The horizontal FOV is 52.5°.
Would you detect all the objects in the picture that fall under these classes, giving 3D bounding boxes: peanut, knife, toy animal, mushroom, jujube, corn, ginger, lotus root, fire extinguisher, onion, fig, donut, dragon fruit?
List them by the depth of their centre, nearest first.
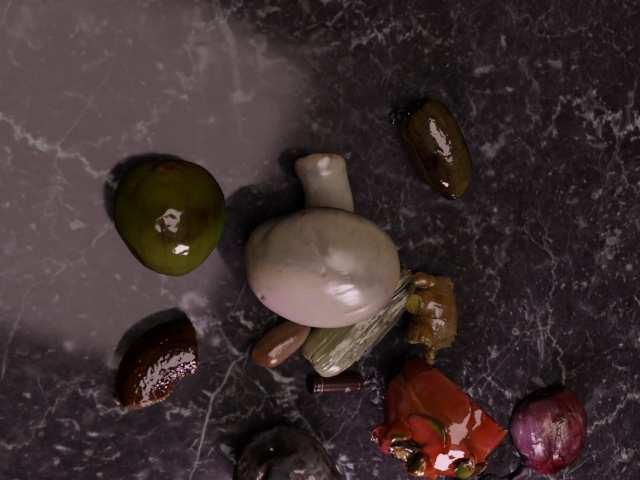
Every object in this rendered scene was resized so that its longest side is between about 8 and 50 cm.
[{"bbox_3d":[-0.278,-0.033,1.209,0.207,0.207,0.230,-2,101,-23],"label":"fig"},{"bbox_3d":[-0.002,0.024,1.292,0.315,0.315,0.356,-18,113,-19],"label":"mushroom"},{"bbox_3d":[-0.330,0.253,1.298,0.186,0.126,0.144,-15,100,-20],"label":"donut"},{"bbox_3d":[-0.085,0.220,1.417,0.152,0.076,0.076,-34,112,-17],"label":"peanut"},{"bbox_3d":[-0.056,0.564,1.437,0.226,0.226,0.317,-33,117,-14],"label":"jujube"},{"bbox_3d":[0.262,-0.208,1.447,0.123,0.124,0.241,-33,112,-2],"label":"lotus root"},{"bbox_3d":[0.086,0.171,1.454,0.305,0.123,0.122,-47,114,-8],"label":"corn"},{"bbox_3d":[0.255,0.430,1.502,0.305,0.305,0.226,42,84,-25],"label":"dragon fruit"},{"bbox_3d":[0.047,0.335,1.518,0.158,0.043,0.064,3,130,-24],"label":"fire extinguisher"},{"bbox_3d":[0.266,0.183,1.537,0.157,0.102,0.216,6,84,-45],"label":"ginger"},{"bbox_3d":[0.145,0.211,1.544,0.162,0.023,0.044,-49,119,-7],"label":"knife"},{"bbox_3d":[0.442,0.657,1.695,0.324,0.195,0.090,-29,73,-19],"label":"toy animal"},{"bbox_3d":[0.651,0.550,1.784,0.227,0.120,0.283,-22,109,-13],"label":"onion"}]

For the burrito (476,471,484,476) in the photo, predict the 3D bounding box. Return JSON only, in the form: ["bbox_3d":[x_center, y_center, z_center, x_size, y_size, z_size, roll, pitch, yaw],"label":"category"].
[{"bbox_3d":[0.359,0.558,1.693,0.203,0.064,0.064,38,85,-24],"label":"burrito"}]
